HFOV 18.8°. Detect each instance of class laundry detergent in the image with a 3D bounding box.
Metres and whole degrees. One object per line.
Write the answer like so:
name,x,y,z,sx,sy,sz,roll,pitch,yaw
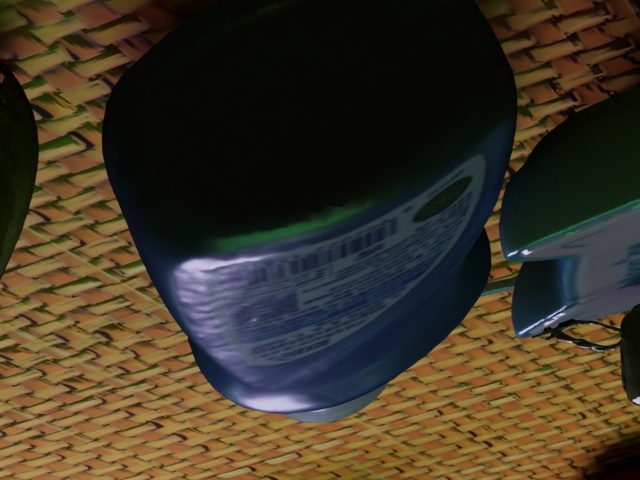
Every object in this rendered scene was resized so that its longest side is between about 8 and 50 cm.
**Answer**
laundry detergent,0.000,0.000,0.765,0.143,0.094,0.290,-27,162,-8

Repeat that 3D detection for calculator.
calculator,0.256,-0.050,0.766,0.386,0.054,0.256,-15,166,4

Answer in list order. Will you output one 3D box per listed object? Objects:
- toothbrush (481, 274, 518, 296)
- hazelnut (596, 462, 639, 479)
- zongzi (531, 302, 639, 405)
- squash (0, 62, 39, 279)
toothbrush,0.035,0.036,0.954,0.193,0.013,0.019,-12,166,1
hazelnut,0.240,0.229,1.327,0.181,0.181,0.212,21,152,-1
zongzi,0.181,0.035,0.837,0.154,0.062,0.130,-11,-167,28
squash,-0.177,0.035,0.760,0.094,0.095,0.341,-1,156,-23
